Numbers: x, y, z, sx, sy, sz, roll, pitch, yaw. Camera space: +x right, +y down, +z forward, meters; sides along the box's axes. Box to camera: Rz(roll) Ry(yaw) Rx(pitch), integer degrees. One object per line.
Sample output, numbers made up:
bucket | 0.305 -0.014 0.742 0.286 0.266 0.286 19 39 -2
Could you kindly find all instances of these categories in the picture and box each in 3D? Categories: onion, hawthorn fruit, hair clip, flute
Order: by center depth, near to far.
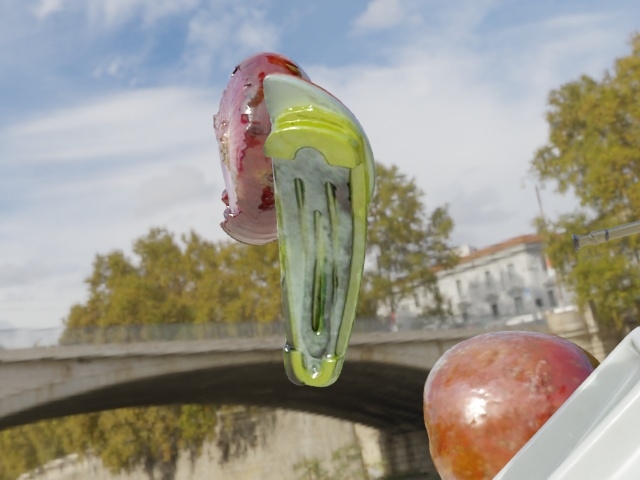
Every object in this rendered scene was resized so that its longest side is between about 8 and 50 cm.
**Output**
hair clip | 0.000 0.000 0.500 0.060 0.188 0.033 10 28 19
hawthorn fruit | 0.238 0.222 1.002 0.231 0.235 0.263 -30 31 -34
onion | -0.065 -0.115 1.153 0.161 0.248 0.248 1 -18 -31
flute | 0.462 -0.026 1.226 0.233 0.027 0.027 -15 -15 13

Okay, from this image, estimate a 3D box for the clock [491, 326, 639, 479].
clock | 0.183 0.140 0.525 0.231 0.116 0.262 -55 -11 9
